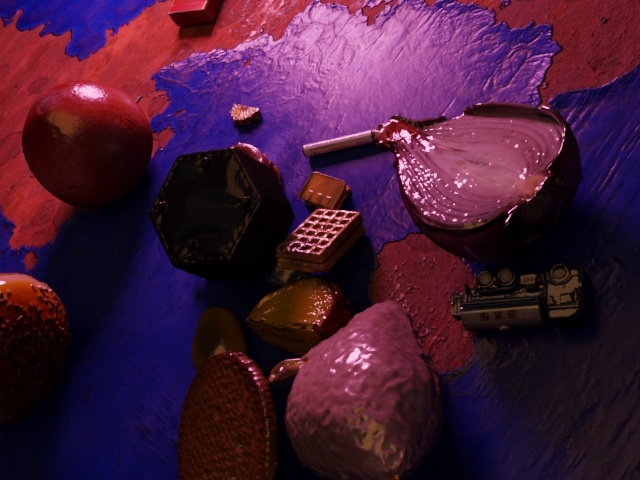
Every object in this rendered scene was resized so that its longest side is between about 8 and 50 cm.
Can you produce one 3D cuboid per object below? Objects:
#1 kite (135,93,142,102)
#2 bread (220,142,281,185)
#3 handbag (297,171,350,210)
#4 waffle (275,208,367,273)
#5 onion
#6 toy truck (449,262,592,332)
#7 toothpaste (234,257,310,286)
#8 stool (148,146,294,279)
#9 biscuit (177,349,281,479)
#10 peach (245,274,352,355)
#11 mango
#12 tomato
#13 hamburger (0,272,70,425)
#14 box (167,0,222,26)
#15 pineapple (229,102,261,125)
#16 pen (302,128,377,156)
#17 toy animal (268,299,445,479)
[{"bbox_3d":[-0.463,-0.278,1.990,0.137,0.005,0.152,27,78,38],"label":"kite"},{"bbox_3d":[-0.154,-0.106,1.655,0.161,0.073,0.160,-15,55,22],"label":"bread"},{"bbox_3d":[0.007,-0.087,1.576,0.083,0.027,0.061,22,74,37],"label":"handbag"},{"bbox_3d":[0.000,0.000,1.475,0.103,0.042,0.148,8,35,34],"label":"waffle"},{"bbox_3d":[0.237,-0.091,1.361,0.267,0.159,0.349,-42,41,-13],"label":"onion"},{"bbox_3d":[0.289,0.088,1.270,0.202,0.074,0.088,-7,64,28],"label":"toy truck"},{"bbox_3d":[-0.132,0.048,1.570,0.268,0.047,0.069,2,53,28],"label":"toothpaste"},{"bbox_3d":[-0.170,-0.043,1.505,0.232,0.141,0.232,-6,76,23],"label":"stool"},{"bbox_3d":[-0.141,0.317,1.330,0.305,0.038,0.305,-17,69,54],"label":"biscuit"},{"bbox_3d":[-0.027,0.132,1.420,0.172,0.092,0.127,-19,43,18],"label":"peach"},{"bbox_3d":[-0.176,0.176,1.499,0.103,0.076,0.161,-36,41,15],"label":"mango"},{"bbox_3d":[-0.487,-0.206,1.804,0.265,0.265,0.264,-15,56,23],"label":"tomato"},{"bbox_3d":[-0.590,0.197,1.602,0.176,0.300,0.300,16,71,25],"label":"hamburger"},{"bbox_3d":[-0.275,-0.585,2.033,0.112,0.048,0.175,4,64,31],"label":"box"},{"bbox_3d":[-0.159,-0.256,1.785,0.083,0.019,0.045,17,66,38],"label":"pineapple"},{"bbox_3d":[0.061,-0.185,1.606,0.204,0.025,0.025,-10,58,25],"label":"pen"},{"bbox_3d":[0.060,0.234,1.228,0.227,0.188,0.358,-31,19,10],"label":"toy animal"}]
